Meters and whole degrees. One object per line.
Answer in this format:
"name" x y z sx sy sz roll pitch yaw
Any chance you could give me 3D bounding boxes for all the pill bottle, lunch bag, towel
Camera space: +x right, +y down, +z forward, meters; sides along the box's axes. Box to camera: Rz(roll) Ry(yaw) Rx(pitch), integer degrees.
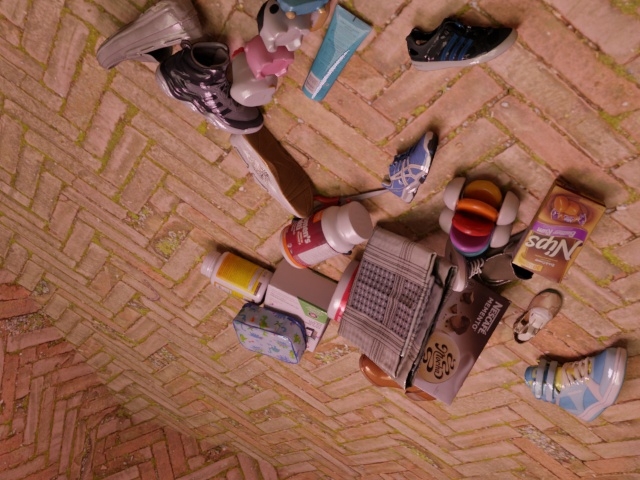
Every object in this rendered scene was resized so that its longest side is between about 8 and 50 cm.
"pill bottle" 0.193 0.192 1.776 0.319 0.176 0.176 24 145 8
"pill bottle" 0.014 -0.015 1.652 0.221 0.121 0.121 -22 121 35
"lunch bag" -0.153 0.288 2.011 0.219 0.090 0.176 13 141 24
"towel" 0.163 0.143 1.553 0.056 0.312 0.324 16 -172 -32
"pill bottle" -0.259 0.110 2.047 0.215 0.117 0.117 25 145 7

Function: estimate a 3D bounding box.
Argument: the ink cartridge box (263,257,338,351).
"ink cartridge box" -0.065 0.205 2.026 0.201 0.117 0.278 26 146 6

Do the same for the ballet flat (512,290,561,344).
"ballet flat" 0.536 0.201 1.640 0.073 0.067 0.206 24 144 9

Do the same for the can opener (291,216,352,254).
"can opener" 0.000 0.000 1.776 0.186 0.059 0.073 23 144 10

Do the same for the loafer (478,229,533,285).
"loafer" 0.439 0.047 1.498 0.094 0.087 0.251 34 145 -7

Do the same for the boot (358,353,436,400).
"boot" 0.280 0.414 2.049 0.283 0.109 0.220 36 146 -12

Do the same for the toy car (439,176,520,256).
"toy car" 0.333 -0.038 1.425 0.159 0.136 0.182 18 143 15

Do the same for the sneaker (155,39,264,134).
"sneaker" -0.217 -0.337 1.447 0.269 0.101 0.153 26 144 -26

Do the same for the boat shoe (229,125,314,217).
"boat shoe" -0.120 -0.168 1.626 0.096 0.098 0.277 -16 116 46

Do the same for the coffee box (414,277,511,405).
"coffee box" 0.312 0.228 1.625 0.168 0.297 0.119 32 179 -2

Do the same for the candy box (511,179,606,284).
"candy box" 0.484 -0.016 1.346 0.109 0.053 0.186 25 115 6

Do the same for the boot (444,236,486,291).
"boot" 0.338 0.055 1.498 0.086 0.190 0.069 11 123 -2

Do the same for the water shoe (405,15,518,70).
"water shoe" 0.240 -0.352 1.156 0.203 0.073 0.080 -3 131 37

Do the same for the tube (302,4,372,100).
"tube" 0.024 -0.367 1.316 0.080 0.052 0.207 29 140 -7

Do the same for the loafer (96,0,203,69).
"loafer" -0.385 -0.437 1.459 0.319 0.112 0.111 -11 120 43

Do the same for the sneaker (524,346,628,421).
"sneaker" 0.647 0.351 1.701 0.208 0.127 0.319 19 143 13

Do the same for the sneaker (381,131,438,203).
"sneaker" 0.192 -0.159 1.423 0.081 0.080 0.211 25 144 1

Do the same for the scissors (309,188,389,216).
"scissors" 0.052 -0.102 1.645 0.109 0.021 0.297 41 144 -16

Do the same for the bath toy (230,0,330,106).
"bath toy" -0.087 -0.399 1.287 0.348 0.151 0.129 -41 68 56
